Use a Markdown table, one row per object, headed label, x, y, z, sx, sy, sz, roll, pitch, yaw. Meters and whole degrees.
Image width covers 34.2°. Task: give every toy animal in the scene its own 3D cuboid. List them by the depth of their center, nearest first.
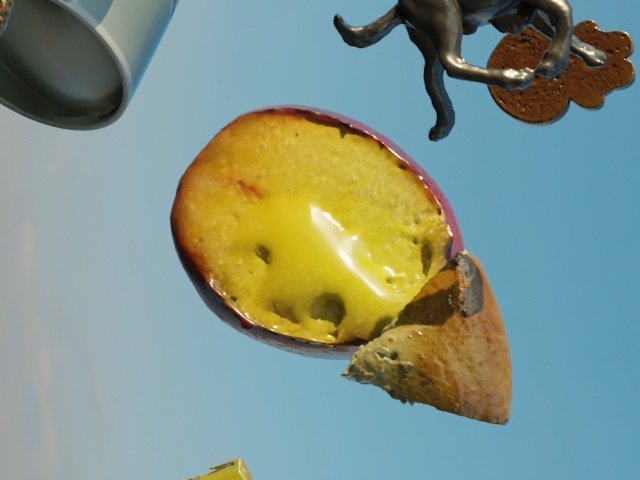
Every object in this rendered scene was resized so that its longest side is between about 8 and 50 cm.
| label | x | y | z | sx | sy | sz | roll | pitch | yaw |
| --- | --- | --- | --- | --- | --- | --- | --- | --- | --- |
| toy animal | 0.134 | -0.181 | 0.819 | 0.084 | 0.232 | 0.148 | 7 | 59 | -78 |

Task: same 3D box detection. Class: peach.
| label | x | y | z | sx | sy | sz | roll | pitch | yaw |
| --- | --- | --- | --- | --- | --- | --- | --- | --- | --- |
| peach | 0.000 | 0.000 | 1.096 | 0.338 | 0.281 | 0.281 | 30 | -58 | 57 |

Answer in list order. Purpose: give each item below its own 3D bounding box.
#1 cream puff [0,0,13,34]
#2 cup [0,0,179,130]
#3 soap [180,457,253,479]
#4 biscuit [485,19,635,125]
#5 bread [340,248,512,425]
| label | x | y | z | sx | sy | sz | roll | pitch | yaw |
| --- | --- | --- | --- | --- | --- | --- | --- | --- | --- |
| cream puff | -0.318 | -0.210 | 0.856 | 0.103 | 0.144 | 0.126 | 4 | -112 | 45 |
| cup | -0.301 | -0.352 | 1.330 | 0.356 | 0.259 | 0.275 | -44 | -158 | 53 |
| soap | -0.149 | 0.299 | 0.916 | 0.076 | 0.233 | 0.135 | -128 | -159 | -61 |
| biscuit | 0.281 | -0.199 | 1.225 | 0.026 | 0.175 | 0.124 | -1 | 87 | -66 |
| bread | 0.113 | 0.106 | 0.883 | 0.136 | 0.154 | 0.054 | 47 | 0 | -3 |
